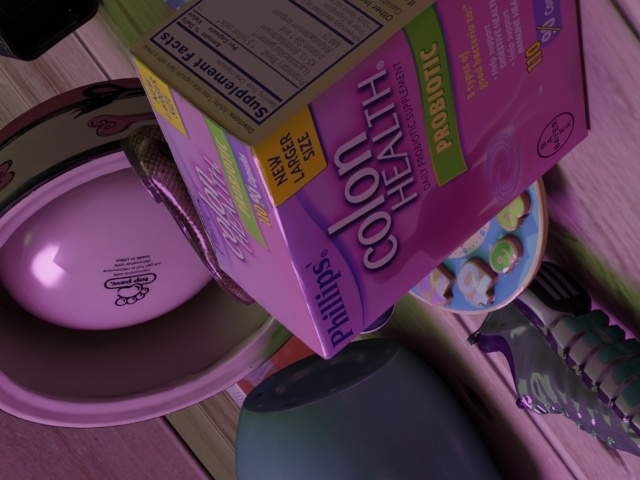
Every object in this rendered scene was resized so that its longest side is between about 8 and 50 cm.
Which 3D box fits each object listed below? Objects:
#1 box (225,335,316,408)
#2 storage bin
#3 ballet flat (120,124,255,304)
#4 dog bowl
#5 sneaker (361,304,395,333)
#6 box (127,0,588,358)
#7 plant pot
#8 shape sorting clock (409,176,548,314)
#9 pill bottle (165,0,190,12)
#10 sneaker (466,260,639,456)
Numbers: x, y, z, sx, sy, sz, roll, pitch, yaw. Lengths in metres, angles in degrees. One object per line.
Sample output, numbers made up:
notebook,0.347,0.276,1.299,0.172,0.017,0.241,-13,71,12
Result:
box,-0.065,0.154,1.957,0.170,0.130,0.091,50,164,-1
storage bin,-0.354,-0.307,1.720,0.180,0.122,0.084,58,162,-25
ballet flat,-0.106,-0.025,1.420,0.250,0.058,0.084,56,-177,-44
dog bowl,-0.202,0.007,1.570,0.408,0.408,0.150,70,174,-49
sneaker,0.000,0.000,1.391,0.282,0.099,0.153,53,172,-27
box,0.036,-0.088,0.925,0.117,0.243,0.213,40,160,34
plant pot,0.040,0.247,1.627,0.235,0.293,0.293,68,161,-11
shape sorting clock,0.088,-0.038,1.154,0.206,0.040,0.206,30,134,36
pill bottle,-0.113,-0.261,1.192,0.180,0.108,0.108,51,164,-2
sneaker,0.209,0.119,1.157,0.223,0.083,0.098,50,124,29
